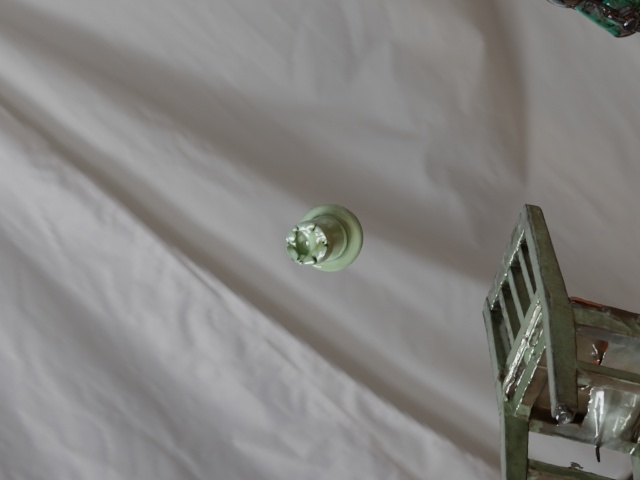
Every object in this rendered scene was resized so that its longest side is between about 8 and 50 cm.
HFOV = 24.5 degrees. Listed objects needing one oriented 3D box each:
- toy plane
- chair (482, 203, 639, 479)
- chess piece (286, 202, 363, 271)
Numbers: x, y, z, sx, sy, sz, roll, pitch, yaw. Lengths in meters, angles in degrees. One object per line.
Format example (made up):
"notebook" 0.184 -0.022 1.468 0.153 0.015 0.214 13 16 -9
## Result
"toy plane" 0.338 -0.326 1.855 0.106 0.381 0.155 -46 51 18
"chair" 0.230 0.109 1.237 0.270 0.147 0.136 -86 11 -54
"chess piece" 0.000 0.000 1.408 0.067 0.067 0.103 -43 -6 13
